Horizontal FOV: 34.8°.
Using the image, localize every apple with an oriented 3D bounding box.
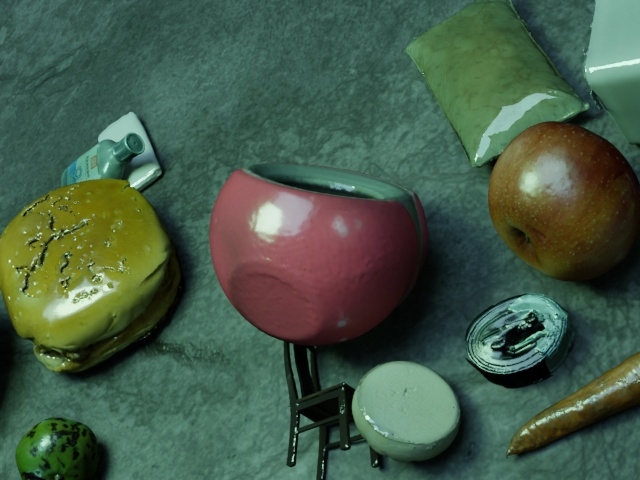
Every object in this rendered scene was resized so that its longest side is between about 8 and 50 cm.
[{"bbox_3d":[0.300,-0.042,1.269,0.201,0.201,0.162,26,68,40],"label":"apple"}]

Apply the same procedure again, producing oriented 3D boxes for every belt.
[{"bbox_3d":[0.250,0.125,1.284,0.140,0.058,0.105,-30,52,10],"label":"belt"}]

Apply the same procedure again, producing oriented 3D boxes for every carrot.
[{"bbox_3d":[0.313,0.196,1.210,0.224,0.057,0.057,-32,49,16],"label":"carrot"}]

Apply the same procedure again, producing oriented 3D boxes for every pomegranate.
[{"bbox_3d":[-0.393,0.316,1.526,0.122,0.122,0.161,-47,21,-4],"label":"pomegranate"}]

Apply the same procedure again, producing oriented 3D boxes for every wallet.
[{"bbox_3d":[-0.349,-0.156,1.856,0.095,0.033,0.190,-35,49,5],"label":"wallet"}]

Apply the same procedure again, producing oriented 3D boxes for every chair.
[{"bbox_3d":[0.013,0.201,1.362,0.101,0.084,0.212,-22,51,27],"label":"chair"}]

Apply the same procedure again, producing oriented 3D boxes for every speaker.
[{"bbox_3d":[0.000,0.000,1.378,0.294,0.294,0.294,-16,53,22],"label":"speaker"}]

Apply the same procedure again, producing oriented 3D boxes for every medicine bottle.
[{"bbox_3d":[-0.387,-0.128,1.803,0.208,0.053,0.090,-28,57,39],"label":"medicine bottle"}]

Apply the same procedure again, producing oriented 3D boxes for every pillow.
[{"bbox_3d":[0.252,-0.250,1.520,0.185,0.075,0.302,-30,50,9],"label":"pillow"}]

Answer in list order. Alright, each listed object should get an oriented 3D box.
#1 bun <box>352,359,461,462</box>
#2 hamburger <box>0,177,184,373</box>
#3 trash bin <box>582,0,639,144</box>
[{"bbox_3d":[0.105,0.227,1.289,0.138,0.094,0.138,4,42,-4],"label":"bun"},{"bbox_3d":[-0.376,0.046,1.655,0.284,0.174,0.304,-30,55,-4],"label":"hamburger"},{"bbox_3d":[0.539,-0.270,1.261,0.367,0.256,0.296,-6,59,38],"label":"trash bin"}]
